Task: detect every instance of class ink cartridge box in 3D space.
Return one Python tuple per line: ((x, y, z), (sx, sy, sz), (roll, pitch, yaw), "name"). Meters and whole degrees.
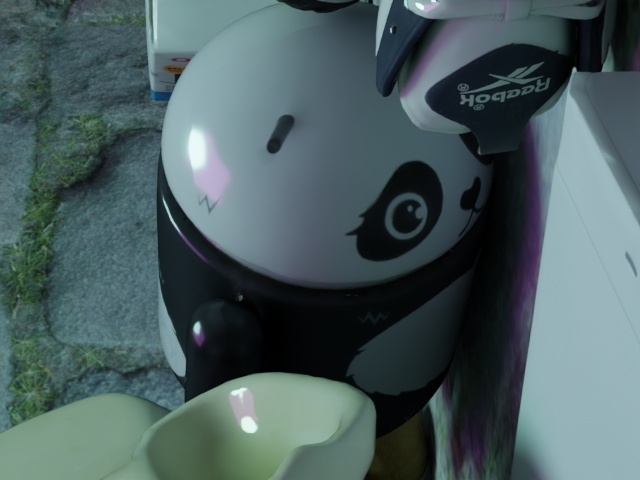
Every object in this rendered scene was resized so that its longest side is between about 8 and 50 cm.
((-0.059, -0.214, 1.337), (0.233, 0.171, 0.168), (145, 123, -83), "ink cartridge box")

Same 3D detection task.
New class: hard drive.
((0.102, 0.126, 0.545), (0.203, 0.040, 0.307), (-101, 12, -57), "hard drive")

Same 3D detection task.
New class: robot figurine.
((0.001, 0.002, 0.859), (0.278, 0.174, 0.209), (97, 163, -52), "robot figurine")

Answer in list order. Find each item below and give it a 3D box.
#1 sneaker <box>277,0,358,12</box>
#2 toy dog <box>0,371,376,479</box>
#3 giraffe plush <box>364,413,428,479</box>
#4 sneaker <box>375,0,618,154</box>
((0.041, -0.300, 0.769), (0.147, 0.145, 0.384), (-17, 67, 50), "sneaker")
((-0.068, 0.293, 0.719), (0.408, 0.285, 0.395), (67, 163, -9), "toy dog")
((0.000, 0.157, 1.023), (0.181, 0.210, 0.170), (89, -155, -44), "giraffe plush")
((0.070, -0.091, 0.557), (0.235, 0.094, 0.153), (-106, 15, -68), "sneaker")
